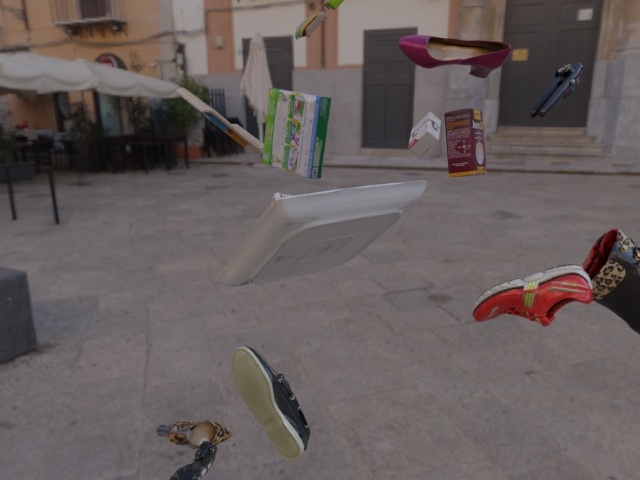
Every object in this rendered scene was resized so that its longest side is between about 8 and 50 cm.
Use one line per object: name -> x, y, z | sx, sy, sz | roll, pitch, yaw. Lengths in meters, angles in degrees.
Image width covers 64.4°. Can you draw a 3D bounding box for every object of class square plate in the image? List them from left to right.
square plate -> 0.000, 0.000, 1.011 | 0.343, 0.049, 0.347 | -11, -21, -34

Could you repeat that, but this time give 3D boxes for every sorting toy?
sorting toy -> -0.266, -0.314, 1.336 | 0.208, 0.038, 0.193 | 29, 9, -46

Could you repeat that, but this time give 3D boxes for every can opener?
can opener -> 0.569, -0.356, 1.213 | 0.186, 0.073, 0.059 | -46, 16, -19

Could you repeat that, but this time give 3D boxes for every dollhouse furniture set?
dollhouse furniture set -> -0.006, -0.469, 0.996 | 0.152, 0.058, 0.076 | -47, 29, -1

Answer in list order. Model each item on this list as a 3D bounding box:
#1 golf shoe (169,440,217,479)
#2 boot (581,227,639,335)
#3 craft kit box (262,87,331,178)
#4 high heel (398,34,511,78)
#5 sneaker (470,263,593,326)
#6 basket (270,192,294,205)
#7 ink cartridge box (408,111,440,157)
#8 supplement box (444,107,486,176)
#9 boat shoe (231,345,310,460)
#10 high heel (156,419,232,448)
golf shoe -> -0.394, 0.727, 1.581 | 0.077, 0.094, 0.198 | 30, 48, 22
boot -> 0.835, 0.056, 1.236 | 0.284, 0.378, 0.138 | 30, 18, 3
craft kit box -> -0.082, -0.342, 1.610 | 0.246, 0.250, 0.060 | 23, 22, 39
high heel -> 0.478, -0.696, 1.813 | 0.376, 0.127, 0.181 | 9, -14, -8
sneaker -> 0.487, 0.148, 1.184 | 0.278, 0.119, 0.107 | -26, -28, 28
basket -> -0.123, -0.071, 1.763 | 0.103, 0.167, 0.113 | 3, 54, -16
ink cartridge box -> 0.399, -0.406, 1.945 | 0.063, 0.109, 0.151 | 35, 42, -16
supplement box -> 0.424, -0.282, 1.481 | 0.080, 0.188, 0.104 | -2, 6, 37
boat shoe -> -0.129, 0.437, 1.430 | 0.127, 0.340, 0.113 | -39, -8, 32
high heel -> -0.374, 0.624, 1.626 | 0.261, 0.093, 0.186 | 17, -23, -31
